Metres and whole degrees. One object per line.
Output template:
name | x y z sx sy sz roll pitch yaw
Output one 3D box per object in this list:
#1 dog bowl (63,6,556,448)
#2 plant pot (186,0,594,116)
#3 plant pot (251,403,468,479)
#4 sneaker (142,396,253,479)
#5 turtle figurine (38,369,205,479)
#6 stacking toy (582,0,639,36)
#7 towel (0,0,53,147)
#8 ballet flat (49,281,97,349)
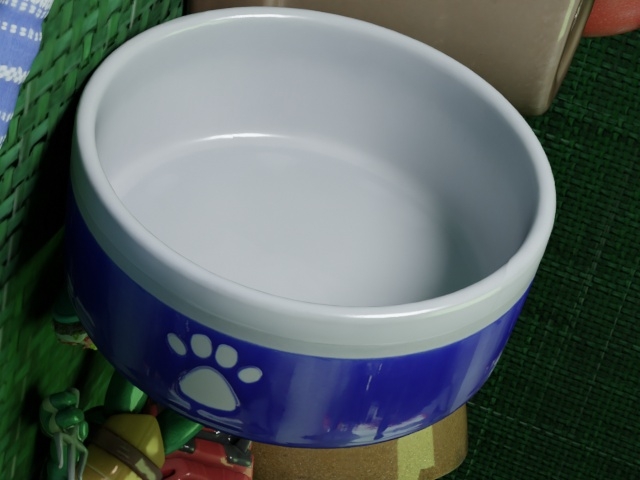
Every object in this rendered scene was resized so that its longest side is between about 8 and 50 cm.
dog bowl | -0.009 -0.014 0.884 0.265 0.265 0.104 -58 166 -48
plant pot | 0.065 -0.184 1.047 0.263 0.229 0.263 21 90 -80
plant pot | 0.013 0.049 1.335 0.237 0.237 0.254 -41 135 -69
sneaker | -0.100 0.231 1.152 0.135 0.098 0.276 -56 -152 26
turtle figurine | -0.126 0.141 1.021 0.175 0.118 0.234 45 62 -33
stacking toy | 0.319 -0.292 1.425 0.350 0.480 0.350 20 90 -83
towel | -0.134 -0.092 0.609 0.243 0.040 0.336 -69 179 -85
ballet flat | -0.084 0.002 0.994 0.077 0.091 0.241 64 37 -29
